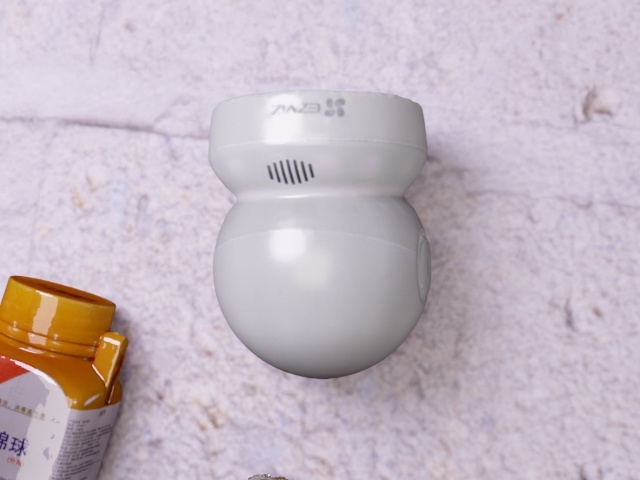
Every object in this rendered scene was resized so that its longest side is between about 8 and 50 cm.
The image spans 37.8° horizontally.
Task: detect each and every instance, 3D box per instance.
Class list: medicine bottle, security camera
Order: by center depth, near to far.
[{"bbox_3d":[0.000,0.000,0.795,0.194,0.194,0.236,-3,88,9],"label":"security camera"},{"bbox_3d":[-0.271,0.152,0.864,0.149,0.112,0.222,17,89,10],"label":"medicine bottle"}]

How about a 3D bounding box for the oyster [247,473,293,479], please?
[{"bbox_3d":[-0.056,0.247,0.869,0.083,0.019,0.054,-36,80,8],"label":"oyster"}]
